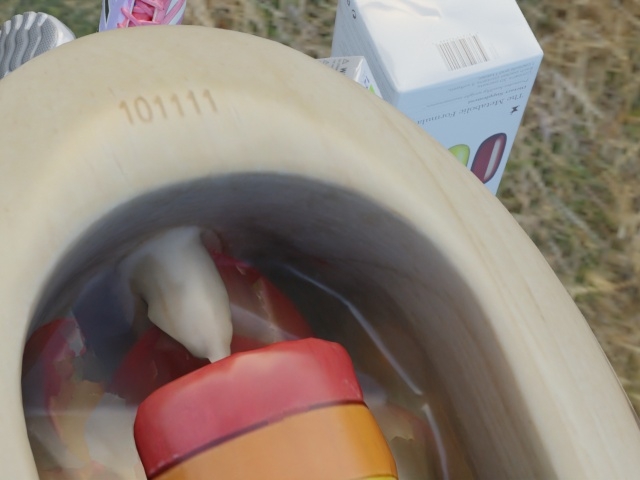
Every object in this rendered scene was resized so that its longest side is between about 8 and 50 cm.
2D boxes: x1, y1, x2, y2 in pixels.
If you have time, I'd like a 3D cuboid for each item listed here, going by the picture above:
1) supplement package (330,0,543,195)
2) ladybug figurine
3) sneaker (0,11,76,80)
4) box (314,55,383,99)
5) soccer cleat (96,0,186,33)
[{"bbox_3d":[0.093,-0.130,1.432,0.139,0.134,0.244,-16,153,-13],"label":"supplement package"},{"bbox_3d":[-0.017,0.134,0.605,0.305,0.162,0.449,-9,67,-24],"label":"ladybug figurine"},{"bbox_3d":[-0.312,-0.153,1.694,0.115,0.281,0.105,21,62,-25],"label":"sneaker"},{"bbox_3d":[0.000,0.000,0.970,0.203,0.103,0.114,62,35,-43],"label":"box"},{"bbox_3d":[-0.189,-0.177,1.513,0.083,0.095,0.248,21,107,-9],"label":"soccer cleat"}]
